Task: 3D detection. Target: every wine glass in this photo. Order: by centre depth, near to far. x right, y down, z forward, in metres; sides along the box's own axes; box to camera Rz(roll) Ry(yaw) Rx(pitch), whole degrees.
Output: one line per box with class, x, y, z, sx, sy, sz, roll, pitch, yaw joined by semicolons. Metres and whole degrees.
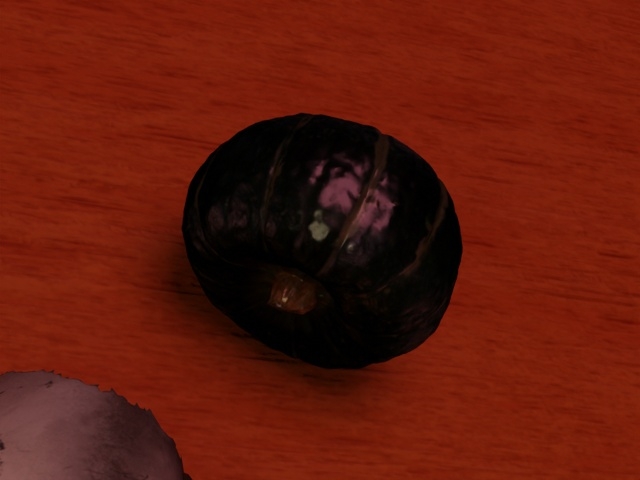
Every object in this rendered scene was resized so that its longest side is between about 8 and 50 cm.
wine glass;-0.222;0.265;1.406;0.238;0.238;0.323;27;55;-10

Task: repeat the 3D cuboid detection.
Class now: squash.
squash;0.000;0.000;1.747;0.252;0.252;0.165;26;56;-11
